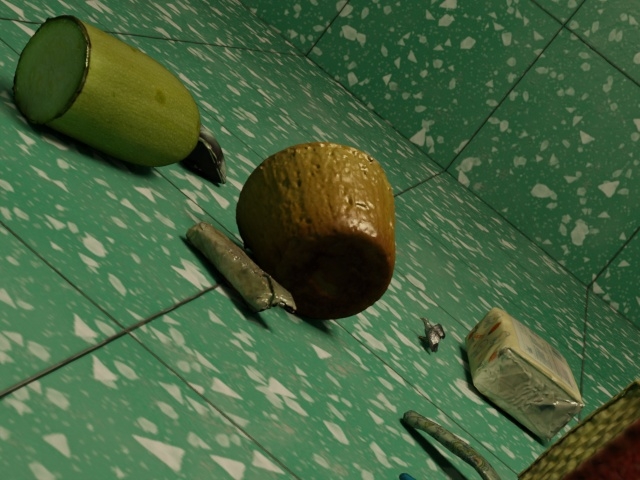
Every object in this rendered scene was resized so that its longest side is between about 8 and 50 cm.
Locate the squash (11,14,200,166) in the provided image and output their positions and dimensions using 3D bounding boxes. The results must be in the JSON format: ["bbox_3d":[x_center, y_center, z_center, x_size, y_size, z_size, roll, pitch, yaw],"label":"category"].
[{"bbox_3d":[-0.233,-0.164,1.574,0.247,0.132,0.132,22,20,-50],"label":"squash"}]

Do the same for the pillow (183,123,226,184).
[{"bbox_3d":[-0.177,-0.139,1.818,0.135,0.055,0.091,48,13,29],"label":"pillow"}]

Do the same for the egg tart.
[{"bbox_3d":[0.000,0.000,1.585,0.202,0.202,0.147,32,29,-29],"label":"egg tart"}]

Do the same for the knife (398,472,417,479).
[{"bbox_3d":[0.149,0.314,1.221,0.044,0.026,0.296,32,11,-39],"label":"knife"}]

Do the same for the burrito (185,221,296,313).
[{"bbox_3d":[-0.092,0.033,1.484,0.051,0.042,0.171,7,30,-48],"label":"burrito"}]

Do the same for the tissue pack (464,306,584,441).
[{"bbox_3d":[0.289,0.190,1.901,0.148,0.092,0.196,38,11,-6],"label":"tissue pack"}]

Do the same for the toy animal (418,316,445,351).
[{"bbox_3d":[0.155,0.131,1.868,0.050,0.028,0.084,41,15,4],"label":"toy animal"}]

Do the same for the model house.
[{"bbox_3d":[0.332,0.281,1.427,0.160,0.196,0.254,45,11,-30],"label":"model house"}]

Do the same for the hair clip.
[{"bbox_3d":[0.173,0.260,1.447,0.229,0.036,0.066,46,8,28],"label":"hair clip"}]
